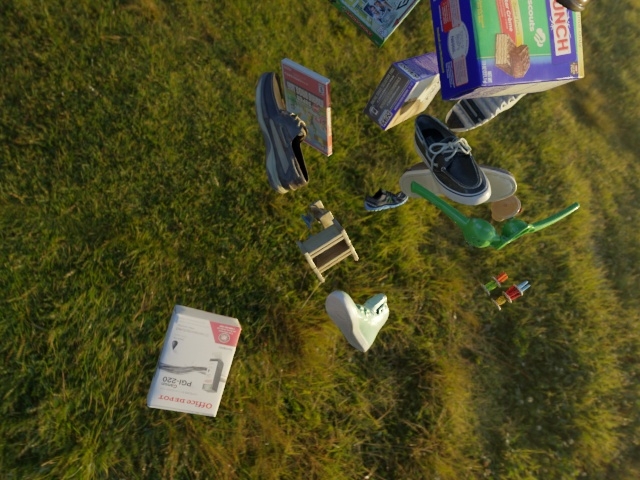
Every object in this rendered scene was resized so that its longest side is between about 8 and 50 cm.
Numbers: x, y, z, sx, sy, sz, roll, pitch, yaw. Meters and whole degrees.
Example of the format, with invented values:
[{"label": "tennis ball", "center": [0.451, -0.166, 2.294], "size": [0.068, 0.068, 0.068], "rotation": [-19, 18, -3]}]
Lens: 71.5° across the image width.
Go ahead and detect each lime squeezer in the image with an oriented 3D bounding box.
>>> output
[{"label": "lime squeezer", "center": [0.311, -0.033, 0.782], "size": [0.309, 0.059, 0.110], "rotation": [6, 47, -3]}]

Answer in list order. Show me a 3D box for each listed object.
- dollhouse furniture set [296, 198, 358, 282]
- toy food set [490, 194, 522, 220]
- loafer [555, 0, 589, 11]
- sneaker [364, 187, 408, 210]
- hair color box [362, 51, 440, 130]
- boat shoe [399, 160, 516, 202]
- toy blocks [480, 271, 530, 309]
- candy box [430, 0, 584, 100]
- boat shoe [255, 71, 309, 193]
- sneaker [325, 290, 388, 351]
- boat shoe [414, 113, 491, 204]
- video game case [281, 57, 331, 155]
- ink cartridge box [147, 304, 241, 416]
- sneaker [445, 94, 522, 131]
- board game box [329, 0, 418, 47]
[{"label": "dollhouse furniture set", "center": [0.000, 0.000, 1.286], "size": [0.129, 0.129, 0.184], "rotation": [-32, 39, -4]}, {"label": "toy food set", "center": [0.537, -0.097, 1.286], "size": [0.020, 0.082, 0.084], "rotation": [38, 50, -52]}, {"label": "loafer", "center": [0.394, -0.553, 0.700], "size": [0.133, 0.130, 0.367], "rotation": [-5, 85, -36]}, {"label": "sneaker", "center": [0.252, -0.163, 1.683], "size": [0.188, 0.067, 0.078], "rotation": [-15, 105, -19]}, {"label": "hair color box", "center": [0.298, -0.503, 1.478], "size": [0.110, 0.185, 0.338], "rotation": [44, 43, 11]}, {"label": "boat shoe", "center": [0.395, -0.180, 1.283], "size": [0.097, 0.323, 0.117], "rotation": [-55, 138, -41]}, {"label": "toy blocks", "center": [0.699, 0.173, 1.676], "size": [0.148, 0.054, 0.123], "rotation": [-35, 90, 4]}, {"label": "candy box", "center": [0.395, -0.450, 0.930], "size": [0.316, 0.122, 0.269], "rotation": [-14, 99, -26]}, {"label": "boat shoe", "center": [-0.101, -0.324, 1.336], "size": [0.132, 0.130, 0.356], "rotation": [-48, 131, -69]}, {"label": "sneaker", "center": [0.106, 0.176, 1.197], "size": [0.094, 0.256, 0.151], "rotation": [22, 62, 37]}, {"label": "boat shoe", "center": [0.327, -0.218, 1.129], "size": [0.113, 0.105, 0.307], "rotation": [-22, 50, 4]}, {"label": "video game case", "center": [-0.043, -0.441, 1.489], "size": [0.204, 0.285, 0.025], "rotation": [36, 61, 28]}, {"label": "ink cartridge box", "center": [-0.293, 0.280, 1.035], "size": [0.158, 0.092, 0.218], "rotation": [17, 90, -19]}, {"label": "sneaker", "center": [0.542, -0.433, 1.414], "size": [0.110, 0.291, 0.118], "rotation": [65, 20, 11]}, {"label": "board game box", "center": [0.180, -0.707, 1.190], "size": [0.213, 0.046, 0.317], "rotation": [39, 82, -8]}]
